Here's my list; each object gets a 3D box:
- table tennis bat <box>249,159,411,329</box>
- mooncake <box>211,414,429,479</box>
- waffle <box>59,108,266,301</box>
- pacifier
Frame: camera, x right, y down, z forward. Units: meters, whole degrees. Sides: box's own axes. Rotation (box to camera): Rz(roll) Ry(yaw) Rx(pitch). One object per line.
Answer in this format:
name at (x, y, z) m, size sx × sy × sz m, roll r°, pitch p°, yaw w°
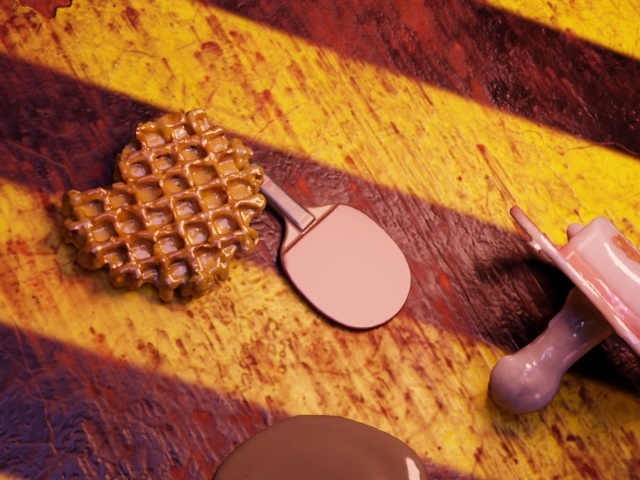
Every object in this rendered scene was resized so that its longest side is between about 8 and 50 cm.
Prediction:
table tennis bat at (0.000, 0.000, 1.804) m, size 0.274 × 0.021 × 0.154 m, roll 44°, pitch 61°, yaw 6°
mooncake at (-0.003, 0.324, 1.548) m, size 0.275 × 0.135 × 0.275 m, roll -2°, pitch 41°, yaw 2°
waffle at (-0.193, -0.052, 1.746) m, size 0.249 × 0.056 × 0.253 m, roll 13°, pitch 69°, yaw -6°
pacifier at (0.332, 0.094, 1.740) m, size 0.273 × 0.220 × 0.332 m, roll -27°, pitch 61°, yaw -25°
